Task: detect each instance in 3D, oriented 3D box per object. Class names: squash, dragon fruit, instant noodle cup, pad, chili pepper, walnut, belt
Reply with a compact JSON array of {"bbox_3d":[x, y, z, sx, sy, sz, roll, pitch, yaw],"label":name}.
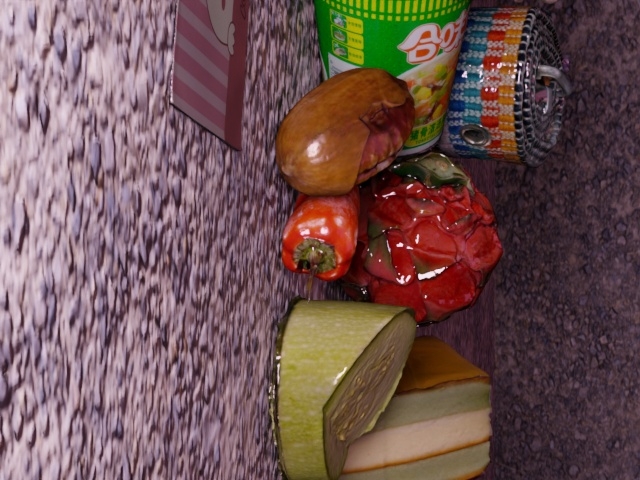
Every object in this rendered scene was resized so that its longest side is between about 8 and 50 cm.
[{"bbox_3d":[0.021,0.173,1.468,0.220,0.133,0.220,8,90,-77],"label":"squash"},{"bbox_3d":[0.113,0.016,1.728,0.293,0.234,0.233,-59,-171,39],"label":"dragon fruit"},{"bbox_3d":[0.081,-0.226,1.547,0.207,0.207,0.232,-70,166,-53],"label":"instant noodle cup"},{"bbox_3d":[-0.090,-0.244,1.185,0.202,0.005,0.299,33,60,-75],"label":"pad"},{"bbox_3d":[0.000,0.000,1.424,0.192,0.084,0.086,-79,160,-50],"label":"chili pepper"},{"bbox_3d":[0.032,-0.120,1.419,0.207,0.116,0.115,-43,138,-38],"label":"walnut"},{"bbox_3d":[0.248,-0.197,1.754,0.295,0.161,0.206,31,65,-67],"label":"belt"}]

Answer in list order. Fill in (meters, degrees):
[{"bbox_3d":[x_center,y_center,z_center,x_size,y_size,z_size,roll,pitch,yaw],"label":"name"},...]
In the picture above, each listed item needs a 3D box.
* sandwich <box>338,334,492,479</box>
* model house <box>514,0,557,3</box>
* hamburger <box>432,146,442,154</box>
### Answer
[{"bbox_3d":[0.083,0.229,1.759,0.198,0.227,0.155,-145,-130,-62],"label":"sandwich"},{"bbox_3d":[0.196,-0.390,1.630,0.229,0.188,0.122,71,-22,6],"label":"model house"},{"bbox_3d":[0.121,-0.164,1.835,0.262,0.124,0.130,64,30,-61],"label":"hamburger"}]
